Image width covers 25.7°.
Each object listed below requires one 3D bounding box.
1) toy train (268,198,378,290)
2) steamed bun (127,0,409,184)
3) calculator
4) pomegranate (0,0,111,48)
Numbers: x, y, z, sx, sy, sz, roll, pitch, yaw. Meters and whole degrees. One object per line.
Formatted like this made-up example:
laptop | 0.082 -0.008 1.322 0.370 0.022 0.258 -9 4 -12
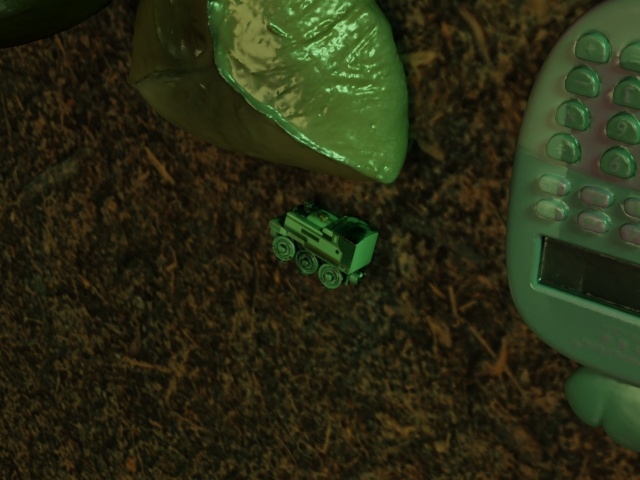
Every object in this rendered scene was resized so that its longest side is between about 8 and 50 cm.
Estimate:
toy train | 0.000 0.000 1.033 0.083 0.033 0.053 31 124 24
steamed bun | -0.053 -0.148 0.947 0.231 0.110 0.212 16 122 30
calculator | 0.200 -0.005 0.857 0.186 0.041 0.298 18 121 33
pomegranate | -0.200 -0.285 0.924 0.323 0.291 0.290 -27 95 5
